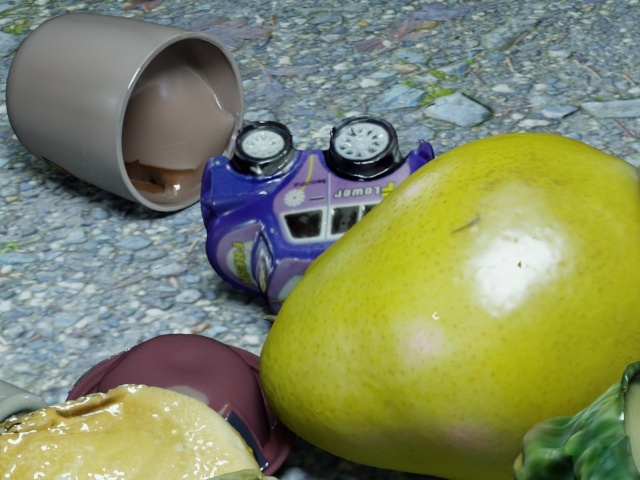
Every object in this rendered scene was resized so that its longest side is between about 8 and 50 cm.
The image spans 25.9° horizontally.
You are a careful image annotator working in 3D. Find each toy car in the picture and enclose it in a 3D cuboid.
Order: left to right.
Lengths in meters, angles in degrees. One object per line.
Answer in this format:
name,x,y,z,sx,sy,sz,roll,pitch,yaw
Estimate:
toy car,0.000,0.000,1.285,0.235,0.172,0.158,-1,45,9

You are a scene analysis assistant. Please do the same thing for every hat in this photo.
hat,-0.116,0.132,1.129,0.205,0.089,0.205,-1,32,0

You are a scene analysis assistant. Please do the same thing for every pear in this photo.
pear,0.119,0.057,1.066,0.336,0.285,0.285,-6,31,-5

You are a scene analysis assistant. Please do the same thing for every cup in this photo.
cup,-0.201,-0.146,1.533,0.200,0.192,0.252,19,7,35

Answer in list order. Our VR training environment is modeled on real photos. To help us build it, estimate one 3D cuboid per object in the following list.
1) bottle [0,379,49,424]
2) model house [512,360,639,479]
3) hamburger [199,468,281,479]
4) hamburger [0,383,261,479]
bottle,-0.329,0.137,1.109,0.233,0.110,0.110,18,36,29
model house,0.146,0.255,0.719,0.266,0.321,0.261,-38,26,18
hamburger,-0.029,0.251,0.839,0.183,0.206,0.130,20,-1,15
hamburger,-0.135,0.198,0.958,0.213,0.108,0.214,5,53,-6
